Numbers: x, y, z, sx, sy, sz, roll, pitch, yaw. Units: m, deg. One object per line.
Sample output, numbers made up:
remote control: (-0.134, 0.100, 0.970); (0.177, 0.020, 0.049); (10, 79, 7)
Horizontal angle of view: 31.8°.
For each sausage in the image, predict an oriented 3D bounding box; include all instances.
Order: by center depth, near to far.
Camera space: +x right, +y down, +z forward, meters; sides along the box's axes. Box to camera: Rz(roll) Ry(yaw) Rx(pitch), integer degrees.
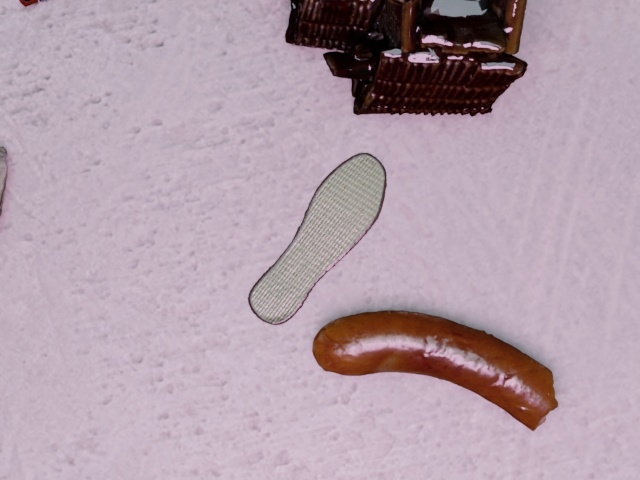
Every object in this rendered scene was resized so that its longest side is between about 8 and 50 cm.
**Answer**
sausage: (0.142, 0.145, 1.366); (0.302, 0.076, 0.102); (16, 88, 6)

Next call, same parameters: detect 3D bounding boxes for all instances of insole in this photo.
insole: (0.000, 0.000, 1.422); (0.086, 0.005, 0.253); (36, 91, 6)

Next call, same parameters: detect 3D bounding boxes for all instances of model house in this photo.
model house: (0.072, -0.256, 1.315); (0.317, 0.297, 0.282); (2, 131, 0)

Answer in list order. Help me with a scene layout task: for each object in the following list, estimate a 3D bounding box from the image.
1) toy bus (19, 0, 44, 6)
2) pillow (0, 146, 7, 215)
toy bus: (-0.343, -0.338, 1.451); (0.110, 0.043, 0.031); (-22, 86, 4)
pillow: (-0.520, -0.067, 1.450); (0.229, 0.051, 0.128); (4, 80, 4)
